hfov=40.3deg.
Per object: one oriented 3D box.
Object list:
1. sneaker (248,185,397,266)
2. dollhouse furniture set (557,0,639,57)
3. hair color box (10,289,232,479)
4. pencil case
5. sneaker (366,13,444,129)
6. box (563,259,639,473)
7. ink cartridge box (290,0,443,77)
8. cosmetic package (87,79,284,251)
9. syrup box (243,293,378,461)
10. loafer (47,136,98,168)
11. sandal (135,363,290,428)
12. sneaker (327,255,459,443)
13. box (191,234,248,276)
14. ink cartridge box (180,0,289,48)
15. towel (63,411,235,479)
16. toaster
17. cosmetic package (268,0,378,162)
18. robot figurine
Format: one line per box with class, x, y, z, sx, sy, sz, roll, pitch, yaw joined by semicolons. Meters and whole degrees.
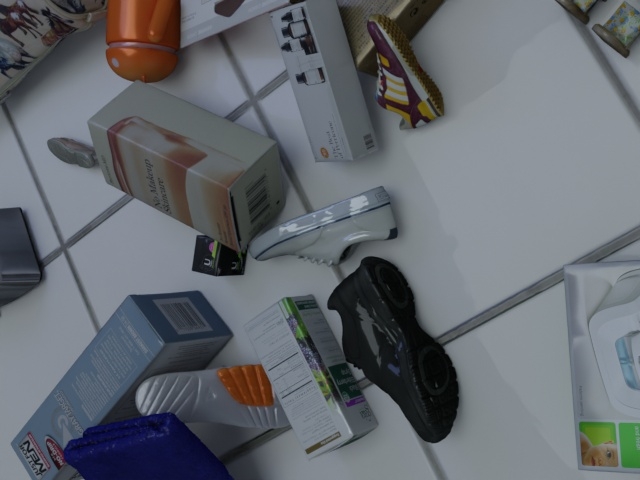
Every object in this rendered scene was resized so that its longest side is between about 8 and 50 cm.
sneaker;0.000;0.000;1.349;0.258;0.094;0.091;-21;89;32
dollhouse furniture set;0.365;-0.397;1.107;0.242;0.161;0.212;47;110;21
hair color box;-0.338;0.253;1.480;0.113;0.185;0.374;49;111;21
pencil case;-0.562;-0.376;1.597;0.410;0.160;0.183;-26;105;33
sneaker;0.103;-0.236;1.258;0.084;0.069;0.185;-24;119;26
box;0.441;0.151;1.088;0.231;0.126;0.262;-4;87;31
ink cartridge box;0.085;-0.397;1.304;0.235;0.088;0.193;-48;67;22
cosmetic package;-0.215;-0.123;1.409;0.296;0.129;0.153;26;145;26
syrup box;-0.015;0.210;1.355;0.096;0.093;0.237;-35;74;24
loafer;-0.460;-0.167;1.638;0.125;0.039;0.045;22;133;30
sandal;-0.163;0.246;1.408;0.265;0.076;0.102;4;86;-11
sneaker;0.105;0.171;1.297;0.130;0.109;0.286;-38;66;34
box;-0.165;0.025;1.443;0.052;0.083;0.062;12;95;29
ink cartridge box;-0.122;-0.459;1.380;0.296;0.066;0.261;-5;86;48
towel;-0.233;0.387;1.391;0.227;0.076;0.308;-19;125;24
toaster;-0.643;0.046;1.693;0.168;0.110;0.186;-27;77;27
cosmetic package;0.004;-0.237;1.298;0.099;0.060;0.239;5;118;56
robot figurine;-0.303;-0.367;1.495;0.158;0.128;0.219;5;93;24
